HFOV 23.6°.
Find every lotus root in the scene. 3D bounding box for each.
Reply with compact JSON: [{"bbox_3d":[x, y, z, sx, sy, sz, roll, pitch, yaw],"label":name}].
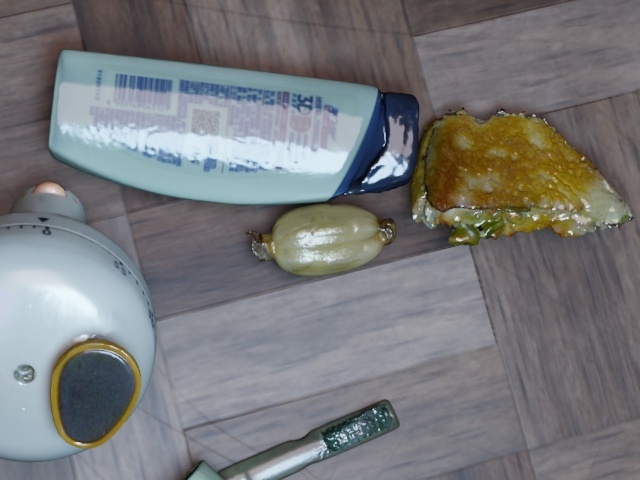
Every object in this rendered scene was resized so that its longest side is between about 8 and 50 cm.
[{"bbox_3d":[0.000,0.000,1.520,0.150,0.062,0.073,-6,106,-8],"label":"lotus root"}]

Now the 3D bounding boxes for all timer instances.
[{"bbox_3d":[-0.267,0.079,1.423,0.233,0.240,0.233,-2,113,-5],"label":"timer"}]

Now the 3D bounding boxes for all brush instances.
[{"bbox_3d":[-0.010,0.207,1.507,0.190,0.027,0.034,-22,84,-10],"label":"brush"}]

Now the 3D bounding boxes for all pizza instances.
[{"bbox_3d":[0.195,-0.059,1.561,0.226,0.069,0.147,-2,60,-14],"label":"pizza"}]

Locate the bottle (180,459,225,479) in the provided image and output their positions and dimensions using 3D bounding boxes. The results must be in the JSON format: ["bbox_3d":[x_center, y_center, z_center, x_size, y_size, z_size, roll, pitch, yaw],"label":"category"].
[{"bbox_3d":[-0.063,0.303,1.463,0.201,0.072,0.072,43,78,-2],"label":"bottle"}]

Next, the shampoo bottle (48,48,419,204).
[{"bbox_3d":[-0.084,-0.103,1.513,0.359,0.078,0.134,6,87,-9],"label":"shampoo bottle"}]
